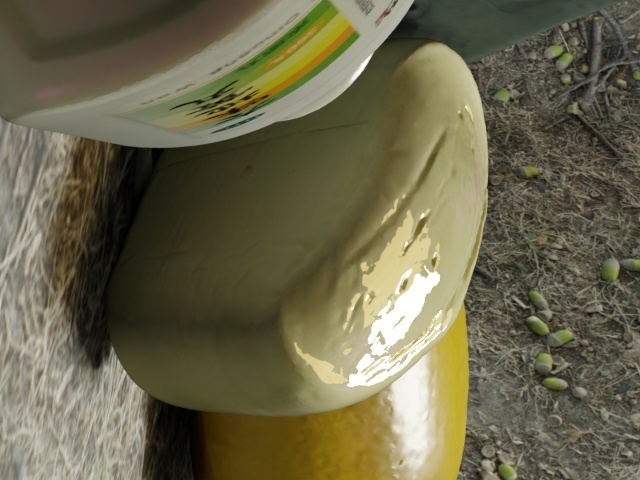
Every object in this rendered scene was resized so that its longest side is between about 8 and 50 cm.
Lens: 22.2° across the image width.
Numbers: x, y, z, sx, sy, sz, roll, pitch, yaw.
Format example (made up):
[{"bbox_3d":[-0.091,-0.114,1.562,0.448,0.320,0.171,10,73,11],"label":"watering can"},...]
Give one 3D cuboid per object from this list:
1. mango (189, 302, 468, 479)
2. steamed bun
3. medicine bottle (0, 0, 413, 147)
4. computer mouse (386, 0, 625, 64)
[{"bbox_3d":[0.012,0.071,1.255,0.301,0.220,0.445,-60,158,-60],"label":"mango"},{"bbox_3d":[0.000,0.000,0.975,0.155,0.200,0.250,47,53,-36],"label":"steamed bun"},{"bbox_3d":[-0.041,-0.116,0.682,0.179,0.124,0.324,-35,178,5],"label":"medicine bottle"},{"bbox_3d":[0.060,-0.186,0.932,0.371,0.188,0.122,-4,-108,63],"label":"computer mouse"}]
